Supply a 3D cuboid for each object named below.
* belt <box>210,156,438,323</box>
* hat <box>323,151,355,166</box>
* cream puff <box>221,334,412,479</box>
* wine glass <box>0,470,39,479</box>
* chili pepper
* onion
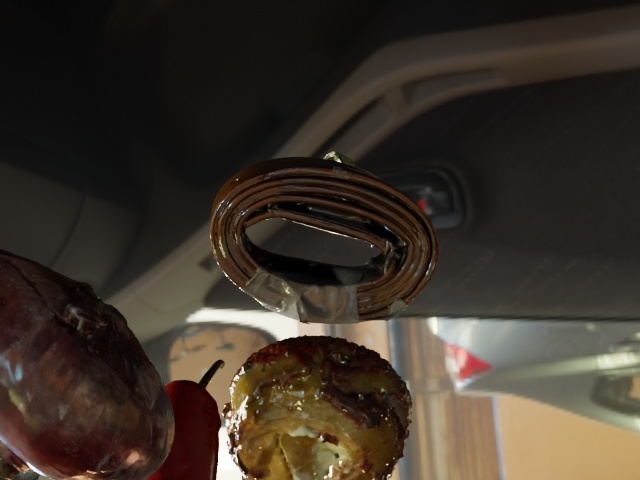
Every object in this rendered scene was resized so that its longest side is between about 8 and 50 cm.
[{"bbox_3d":[0.000,0.000,1.119,0.261,0.184,0.105,16,-172,-11],"label":"belt"},{"bbox_3d":[0.030,-0.093,1.498,0.059,0.077,0.076,15,129,-34],"label":"hat"},{"bbox_3d":[0.000,0.301,1.665,0.350,0.351,0.229,-7,-153,14],"label":"cream puff"},{"bbox_3d":[-0.421,0.235,1.263,0.122,0.122,0.183,0,-158,-24],"label":"wine glass"},{"bbox_3d":[-0.217,0.291,1.495,0.131,0.338,0.134,14,140,-12],"label":"chili pepper"},{"bbox_3d":[-0.194,0.109,0.683,0.206,0.151,0.098,40,175,-15],"label":"onion"}]
